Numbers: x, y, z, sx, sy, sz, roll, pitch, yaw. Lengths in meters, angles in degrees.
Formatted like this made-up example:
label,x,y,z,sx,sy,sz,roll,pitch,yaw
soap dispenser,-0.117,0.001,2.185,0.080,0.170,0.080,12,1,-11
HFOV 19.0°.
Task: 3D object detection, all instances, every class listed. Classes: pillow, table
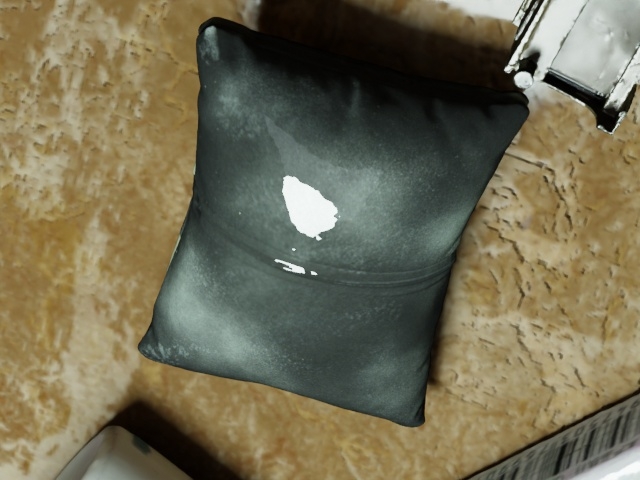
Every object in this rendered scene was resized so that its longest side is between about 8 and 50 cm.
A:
label,x,y,z,sx,sy,sz,roll,pitch,yaw
pillow,0.000,0.000,1.096,0.186,0.106,0.250,13,126,-1
table,0.143,-0.115,0.994,0.070,0.082,0.083,27,124,-2

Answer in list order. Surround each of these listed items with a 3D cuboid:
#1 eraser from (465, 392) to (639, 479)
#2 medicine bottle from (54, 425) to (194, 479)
label,x,y,z,sx,sy,sz,roll,pitch,yaw
eraser,0.203,0.163,1.147,0.287,0.086,0.130,-32,107,31
medicine bottle,-0.084,0.240,1.253,0.237,0.139,0.139,37,124,-10
